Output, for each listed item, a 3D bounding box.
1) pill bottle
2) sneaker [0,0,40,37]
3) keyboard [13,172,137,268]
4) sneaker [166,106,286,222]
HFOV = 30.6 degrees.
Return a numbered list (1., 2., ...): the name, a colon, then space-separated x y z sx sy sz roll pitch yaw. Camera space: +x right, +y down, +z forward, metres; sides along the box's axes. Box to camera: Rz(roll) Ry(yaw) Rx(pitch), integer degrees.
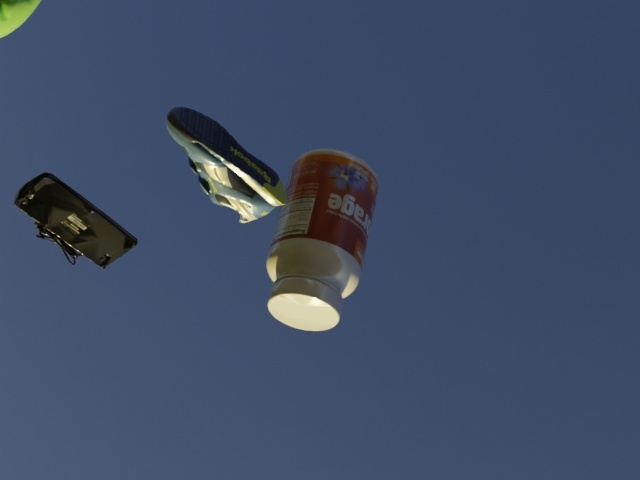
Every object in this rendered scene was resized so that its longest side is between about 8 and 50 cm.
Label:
1. pill bottle: 0.000 0.000 1.491 0.121 0.121 0.216 -9 -128 31
2. sneaker: -0.272 -0.401 1.161 0.482 0.185 0.202 -58 -161 -16
3. keyboard: -0.356 -0.030 1.663 0.100 0.192 0.038 -32 -138 16
4. sneaker: -0.100 -0.069 1.127 0.059 0.053 0.144 -36 -66 27
